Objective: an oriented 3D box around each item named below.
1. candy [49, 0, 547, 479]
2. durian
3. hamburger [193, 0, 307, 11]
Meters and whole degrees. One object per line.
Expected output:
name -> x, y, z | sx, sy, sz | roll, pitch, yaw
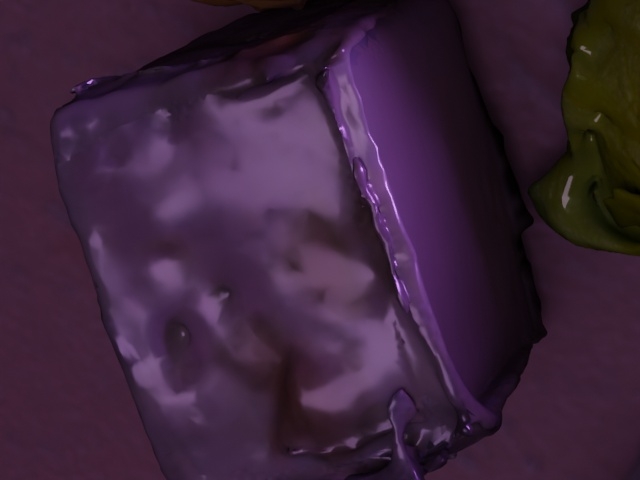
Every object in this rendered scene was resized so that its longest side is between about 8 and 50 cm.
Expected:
candy -> 0.000, 0.000, 0.721 | 0.137, 0.195, 0.185 | -16, 101, 19
durian -> 0.174, -0.085, 0.691 | 0.139, 0.101, 0.250 | 45, 125, 39
hamburger -> -0.039, -0.245, 0.643 | 0.318, 0.158, 0.318 | 5, 100, 28
